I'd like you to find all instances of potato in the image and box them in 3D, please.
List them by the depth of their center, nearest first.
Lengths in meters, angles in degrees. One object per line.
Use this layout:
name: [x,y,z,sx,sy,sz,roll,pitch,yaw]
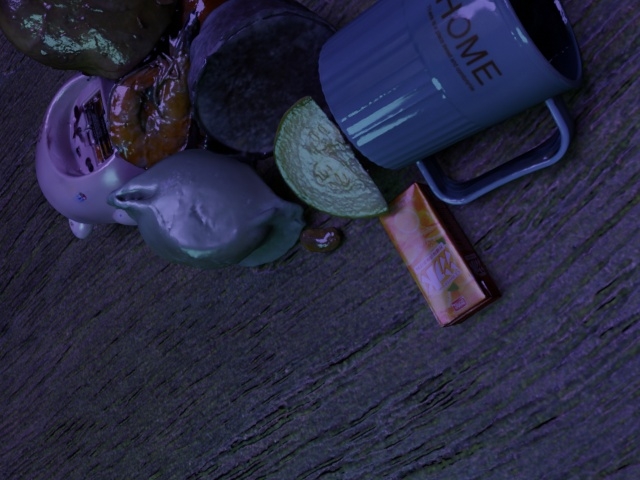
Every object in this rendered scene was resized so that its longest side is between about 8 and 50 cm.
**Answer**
potato: [-0.451,-0.457,1.339,0.301,0.237,0.288,19,79,38]
potato: [0.000,0.000,1.341,0.092,0.045,0.046,-4,57,34]

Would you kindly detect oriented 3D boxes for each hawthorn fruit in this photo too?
hawthorn fruit: [-0.220,-0.429,1.442,0.169,0.169,0.188,34,108,32]

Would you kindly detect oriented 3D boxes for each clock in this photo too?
clock: [-0.468,-0.192,1.564,0.377,0.251,0.368,-29,72,33]

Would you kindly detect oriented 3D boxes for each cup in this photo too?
cup: [0.207,-0.256,1.095,0.311,0.331,0.256,-25,41,36]

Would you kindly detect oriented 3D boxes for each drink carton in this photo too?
drink carton: [0.192,0.022,1.180,0.096,0.071,0.222,-38,68,29]

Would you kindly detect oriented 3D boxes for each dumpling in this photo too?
dumpling: [-0.228,-0.037,1.361,0.321,0.212,0.270,37,125,15]

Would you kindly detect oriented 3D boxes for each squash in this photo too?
squash: [0.004,-0.149,1.220,0.204,0.155,0.236,-17,118,36]

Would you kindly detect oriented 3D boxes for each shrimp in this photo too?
shrimp: [-0.304,-0.284,1.351,0.062,0.164,0.316,47,122,58]

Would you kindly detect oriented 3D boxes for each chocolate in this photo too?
chocolate: [-0.118,-0.319,1.297,0.303,0.303,0.213,-53,45,24]

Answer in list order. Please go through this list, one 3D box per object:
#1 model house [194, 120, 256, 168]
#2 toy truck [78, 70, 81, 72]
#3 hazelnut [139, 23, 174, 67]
model house: [-0.207,-0.206,1.434,0.119,0.149,0.148,23,100,33]
toy truck: [-0.510,-0.459,1.707,0.147,0.079,0.065,-37,68,29]
hazelnut: [-0.368,-0.450,1.577,0.150,0.150,0.150,0,89,37]
